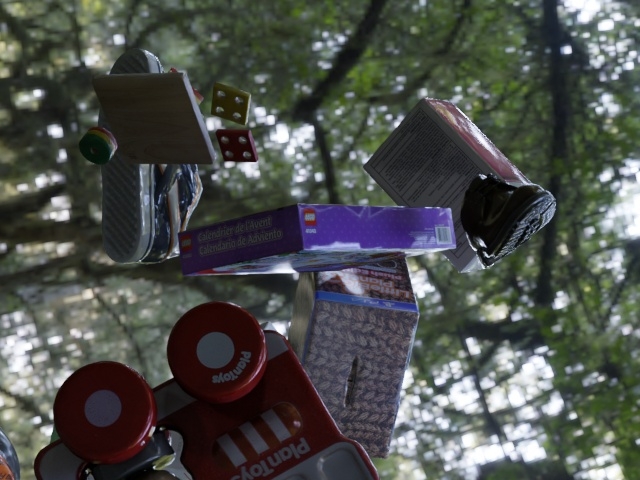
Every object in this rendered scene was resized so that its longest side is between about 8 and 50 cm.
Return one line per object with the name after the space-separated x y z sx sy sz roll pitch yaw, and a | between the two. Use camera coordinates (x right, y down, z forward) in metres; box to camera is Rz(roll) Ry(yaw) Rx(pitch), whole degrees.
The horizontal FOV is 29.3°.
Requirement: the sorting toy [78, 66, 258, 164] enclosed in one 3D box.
-0.195 -0.162 1.549 0.274 0.046 0.132 2 -49 24 | sorting toy

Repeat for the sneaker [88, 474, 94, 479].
-0.321 0.427 1.763 0.106 0.123 0.290 -110 -178 -64 | sneaker

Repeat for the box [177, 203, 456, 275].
0.000 0.000 1.505 0.201 0.293 0.057 -13 -98 40 | box

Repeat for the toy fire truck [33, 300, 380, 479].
-0.121 0.228 1.244 0.254 0.302 0.169 58 -12 19 | toy fire truck

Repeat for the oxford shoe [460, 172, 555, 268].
0.199 -0.032 1.396 0.096 0.083 0.227 58 -13 6 | oxford shoe

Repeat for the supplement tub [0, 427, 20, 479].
-0.556 0.321 1.769 0.338 0.207 0.207 23 -61 62 | supplement tub

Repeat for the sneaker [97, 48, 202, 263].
-0.258 -0.124 1.862 0.126 0.127 0.321 2 -91 40 | sneaker

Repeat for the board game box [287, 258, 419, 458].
0.038 0.133 1.769 0.291 0.141 0.232 -95 -165 -67 | board game box

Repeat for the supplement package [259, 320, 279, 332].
-0.168 0.331 2.390 0.175 0.293 0.177 -21 -66 40 | supplement package

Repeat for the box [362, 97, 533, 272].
0.207 -0.084 1.859 0.232 0.127 0.148 48 -68 17 | box

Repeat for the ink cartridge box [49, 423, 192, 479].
-0.258 0.356 2.101 0.207 0.353 0.119 65 32 -63 | ink cartridge box
